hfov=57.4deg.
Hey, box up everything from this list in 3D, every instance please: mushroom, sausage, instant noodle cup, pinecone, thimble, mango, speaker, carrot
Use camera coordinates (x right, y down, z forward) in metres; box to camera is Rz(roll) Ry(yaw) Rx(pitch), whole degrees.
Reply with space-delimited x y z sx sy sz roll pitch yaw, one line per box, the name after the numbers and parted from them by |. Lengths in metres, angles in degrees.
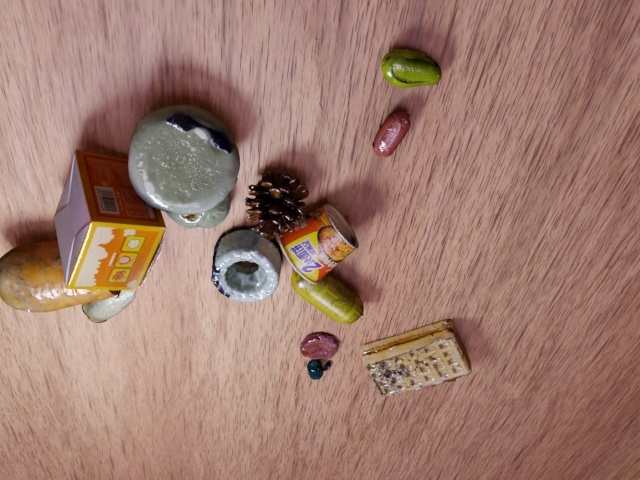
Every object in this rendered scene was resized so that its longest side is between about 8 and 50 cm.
-0.683 0.179 1.977 0.333 0.087 0.107 -36 123 24 | mushroom
0.192 -0.290 1.580 0.076 0.076 0.141 20 130 -19 | sausage
0.000 0.000 1.765 0.174 0.213 0.213 -35 125 16 | instant noodle cup
-0.131 -0.102 1.676 0.179 0.195 0.150 18 178 11 | pinecone
-0.229 0.072 1.847 0.237 0.150 0.237 -1 131 -1 | thimble
0.226 -0.426 1.460 0.165 0.074 0.091 7 128 -23 | mango
-0.004 0.508 2.310 0.094 0.060 0.075 -7 133 5 | speaker
0.022 0.177 1.966 0.123 0.123 0.347 -34 124 26 | sausage
-0.809 0.103 1.812 0.340 0.224 0.224 -10 132 2 | carrot

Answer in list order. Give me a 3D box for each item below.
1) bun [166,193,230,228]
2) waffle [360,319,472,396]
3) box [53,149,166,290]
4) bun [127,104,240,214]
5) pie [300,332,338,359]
-0.360 -0.104 1.706 0.195 0.118 0.196 -3 132 -3 | bun
0.364 0.455 2.237 0.376 0.114 0.261 -19 131 15 | waffle
-0.577 -0.050 1.597 0.213 0.284 0.260 5 133 -36 | box
-0.368 -0.217 1.559 0.293 0.187 0.293 -5 107 -17 | bun
-0.003 0.407 2.233 0.153 0.038 0.154 -2 133 -3 | pie
